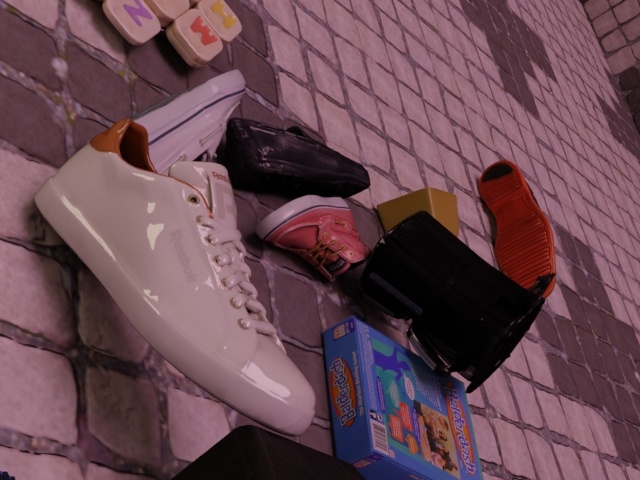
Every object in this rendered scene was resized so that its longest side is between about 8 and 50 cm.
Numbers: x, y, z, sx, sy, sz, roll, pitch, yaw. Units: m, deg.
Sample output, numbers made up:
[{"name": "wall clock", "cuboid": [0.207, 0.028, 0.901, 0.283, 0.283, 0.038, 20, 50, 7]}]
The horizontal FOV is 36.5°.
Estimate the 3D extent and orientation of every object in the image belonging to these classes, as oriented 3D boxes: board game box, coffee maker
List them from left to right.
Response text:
[{"name": "board game box", "cuboid": [0.092, 0.192, 1.031, 0.210, 0.047, 0.160, 34, 37, -38]}, {"name": "coffee maker", "cuboid": [0.149, 0.049, 1.074, 0.178, 0.171, 0.120, 40, 23, 19]}]

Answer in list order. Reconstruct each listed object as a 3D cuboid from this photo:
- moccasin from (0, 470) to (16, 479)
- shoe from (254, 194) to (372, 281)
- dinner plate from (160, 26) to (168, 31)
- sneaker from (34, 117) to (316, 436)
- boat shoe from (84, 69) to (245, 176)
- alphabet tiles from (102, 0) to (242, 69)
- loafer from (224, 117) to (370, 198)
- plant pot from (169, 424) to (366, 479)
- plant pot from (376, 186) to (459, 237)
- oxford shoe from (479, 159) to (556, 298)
[{"name": "moccasin", "cuboid": [-0.284, 0.079, 0.446, 0.342, 0.138, 0.116, 33, 33, -41]}, {"name": "shoe", "cuboid": [0.000, 0.000, 1.048, 0.081, 0.063, 0.178, 58, 23, 10]}, {"name": "dinner plate", "cuboid": [-0.200, -0.282, 1.049, 0.141, 0.017, 0.141, 39, 34, -34]}, {"name": "sneaker", "cuboid": [-0.090, 0.014, 0.721, 0.290, 0.123, 0.106, 44, 4, 19]}, {"name": "boat shoe", "cuboid": [-0.137, -0.097, 0.926, 0.226, 0.083, 0.075, -41, 111, -50]}, {"name": "alphabet tiles", "cuboid": [-0.196, -0.320, 1.053, 0.284, 0.021, 0.278, 51, 28, -13]}, {"name": "loafer", "cuboid": [-0.021, -0.091, 1.090, 0.223, 0.076, 0.078, 8, 64, -51]}, {"name": "plant pot", "cuboid": [-0.036, 0.239, 0.659, 0.188, 0.187, 0.167, 31, 26, -42]}, {"name": "plant pot", "cuboid": [0.134, -0.014, 1.268, 0.081, 0.081, 0.083, 11, 64, -55]}, {"name": "oxford shoe", "cuboid": [0.337, -0.008, 1.572, 0.098, 0.097, 0.271, 40, 33, -43]}]
